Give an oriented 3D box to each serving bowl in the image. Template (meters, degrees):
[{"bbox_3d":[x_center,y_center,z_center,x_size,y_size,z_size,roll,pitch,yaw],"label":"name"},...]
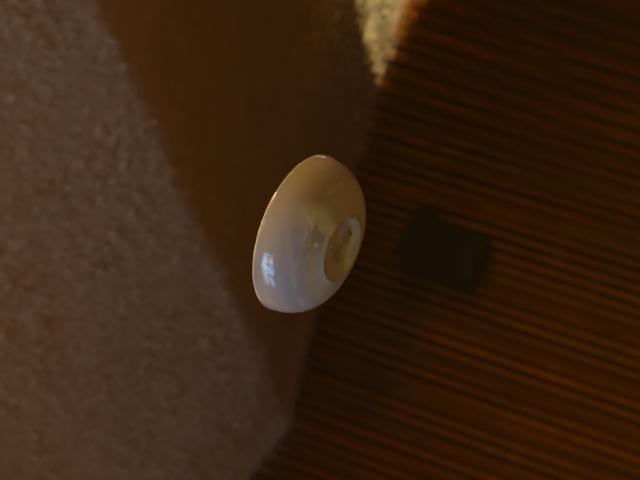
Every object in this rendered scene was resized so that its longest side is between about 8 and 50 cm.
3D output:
[{"bbox_3d":[0.000,0.000,0.928,0.083,0.027,0.083,-42,-37,-44],"label":"serving bowl"}]
